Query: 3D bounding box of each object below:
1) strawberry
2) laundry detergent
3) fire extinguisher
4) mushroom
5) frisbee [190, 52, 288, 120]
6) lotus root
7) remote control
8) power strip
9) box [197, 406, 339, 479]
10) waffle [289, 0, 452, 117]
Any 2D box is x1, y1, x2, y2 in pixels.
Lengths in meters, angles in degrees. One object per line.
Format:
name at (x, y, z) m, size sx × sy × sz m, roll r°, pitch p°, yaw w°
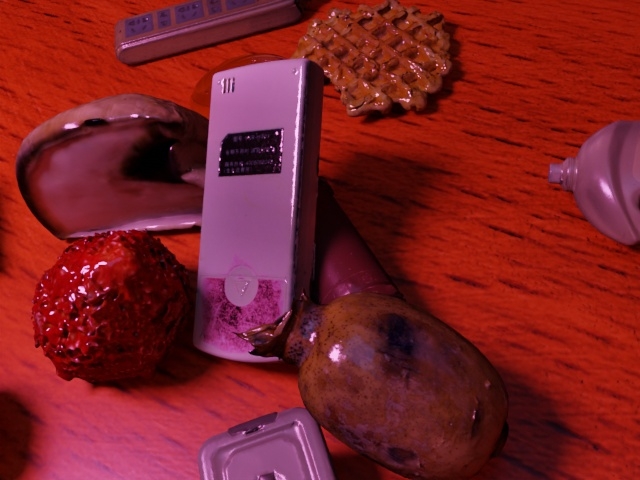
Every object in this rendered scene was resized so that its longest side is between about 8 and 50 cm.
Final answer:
strawberry at (-0.237, 0.065, 0.726) m, size 0.187 × 0.201 × 0.184 m, roll -6°, pitch 68°, yaw -17°
laundry detergent at (0.404, -0.069, 0.755) m, size 0.253 × 0.091 × 0.181 m, roll 5°, pitch 60°, yaw 15°
fire extinguisher at (0.000, 0.000, 0.777) m, size 0.105 × 0.105 × 0.269 m, roll -25°, pitch 53°, yaw -8°
mushroom at (-0.243, -0.125, 0.852) m, size 0.292 × 0.217 × 0.212 m, roll 5°, pitch 50°, yaw 16°
frisbee at (-0.123, -0.251, 1.040) m, size 0.192 × 0.035 × 0.192 m, roll -6°, pitch 51°, yaw 7°
lotus root at (0.052, 0.123, 0.609) m, size 0.278 × 0.154 × 0.154 m, roll 29°, pitch 61°, yaw 1°
remote control at (-0.072, -0.033, 0.736) m, size 0.145 × 0.050 × 0.344 m, roll 2°, pitch 86°, yaw 31°
power strip at (-0.185, -0.405, 1.151) m, size 0.387 × 0.066 × 0.092 m, roll -14°, pitch 54°, yaw 0°
box at (-0.035, 0.259, 0.594) m, size 0.124 × 0.093 × 0.172 m, roll -19°, pitch 51°, yaw -2°
waffle at (0.079, -0.295, 1.020) m, size 0.291 × 0.051 × 0.291 m, roll -5°, pitch 54°, yaw 7°
